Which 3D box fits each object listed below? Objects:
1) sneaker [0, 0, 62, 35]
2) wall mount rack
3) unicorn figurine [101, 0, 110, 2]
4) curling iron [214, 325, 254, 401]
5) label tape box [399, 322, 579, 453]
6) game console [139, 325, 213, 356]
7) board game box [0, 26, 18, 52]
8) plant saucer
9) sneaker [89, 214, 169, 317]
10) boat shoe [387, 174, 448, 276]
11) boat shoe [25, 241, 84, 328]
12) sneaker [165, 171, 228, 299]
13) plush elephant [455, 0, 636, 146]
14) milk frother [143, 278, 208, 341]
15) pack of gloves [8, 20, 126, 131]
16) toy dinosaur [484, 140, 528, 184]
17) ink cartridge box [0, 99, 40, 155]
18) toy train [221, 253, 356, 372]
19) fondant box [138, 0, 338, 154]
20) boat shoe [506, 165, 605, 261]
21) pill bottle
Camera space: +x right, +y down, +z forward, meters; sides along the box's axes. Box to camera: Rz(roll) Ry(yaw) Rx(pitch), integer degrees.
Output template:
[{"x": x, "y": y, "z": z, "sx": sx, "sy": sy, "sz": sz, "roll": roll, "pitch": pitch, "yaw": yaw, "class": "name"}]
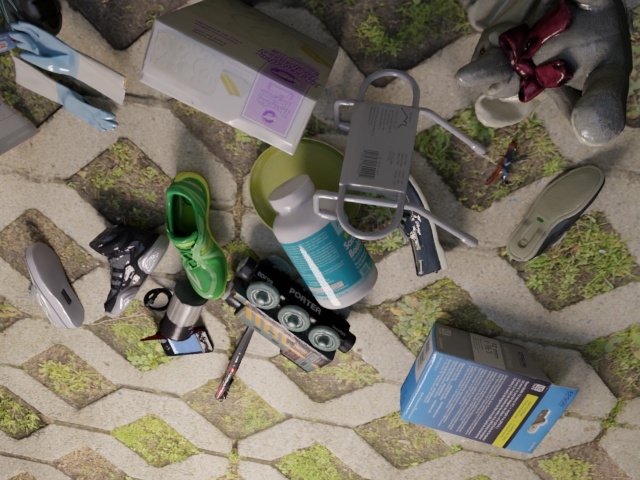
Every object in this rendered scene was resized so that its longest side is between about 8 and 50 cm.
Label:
[{"x": -0.557, "y": -0.495, "z": 0.933, "sx": 0.106, "sy": 0.101, "sz": 0.268, "roll": 2, "pitch": 121, "yaw": 11, "class": "sneaker"}, {"x": 0.154, "y": -0.132, "z": 0.959, "sx": 0.303, "sy": 0.350, "sz": 0.130, "roll": 10, "pitch": 158, "yaw": 7, "class": "wall mount rack"}, {"x": -0.402, "y": -0.489, "z": 0.943, "sx": 0.161, "sy": 0.060, "sz": 0.111, "roll": -26, "pitch": 114, "yaw": 5, "class": "unicorn figurine"}, {"x": -0.228, "y": 0.321, "z": 1.399, "sx": 0.035, "sy": 0.068, "sz": 0.274, "roll": 22, "pitch": 116, "yaw": -3, "class": "curling iron"}, {"x": 0.398, "y": 0.367, "z": 1.294, "sx": 0.347, "sy": 0.115, "sz": 0.249, "roll": 15, "pitch": 122, "yaw": -3, "class": "label tape box"}, {"x": -0.370, "y": 0.273, "z": 1.372, "sx": 0.143, "sy": 0.085, "sz": 0.124, "roll": -8, "pitch": 119, "yaw": 14, "class": "game console"}, {"x": -0.685, "y": -0.359, "z": 0.968, "sx": 0.160, "sy": 0.212, "sz": 0.039, "roll": 5, "pitch": 122, "yaw": 6, "class": "board game box"}, {"x": -0.031, "y": -0.108, "z": 1.118, "sx": 0.240, "sy": 0.037, "sz": 0.241, "roll": 4, "pitch": 121, "yaw": 6, "class": "plant saucer"}, {"x": -0.481, "y": 0.057, "z": 1.255, "sx": 0.153, "sy": 0.101, "sz": 0.269, "roll": 35, "pitch": 114, "yaw": -12, "class": "sneaker"}, {"x": 0.196, "y": -0.030, "z": 1.100, "sx": 0.079, "sy": 0.095, "sz": 0.255, "roll": -22, "pitch": 125, "yaw": 8, "class": "boat shoe"}, {"x": -0.689, "y": 0.123, "z": 1.327, "sx": 0.084, "sy": 0.095, "sz": 0.258, "roll": -7, "pitch": 118, "yaw": 8, "class": "boat shoe"}, {"x": -0.286, "y": 0.002, "z": 1.157, "sx": 0.109, "sy": 0.123, "sz": 0.296, "roll": -5, "pitch": 110, "yaw": 16, "class": "sneaker"}, {"x": 0.335, "y": -0.296, "z": 0.837, "sx": 0.255, "sy": 0.330, "sz": 0.272, "roll": -7, "pitch": 108, "yaw": 39, "class": "plush elephant"}, {"x": -0.350, "y": 0.143, "z": 1.266, "sx": 0.143, "sy": 0.129, "sz": 0.135, "roll": 23, "pitch": 123, "yaw": -11, "class": "milk frother"}, {"x": -0.502, "y": -0.302, "z": 1.028, "sx": 0.232, "sy": 0.046, "sz": 0.195, "roll": 29, "pitch": 145, "yaw": -9, "class": "pack of gloves"}, {"x": 0.362, "y": -0.150, "z": 1.031, "sx": 0.090, "sy": 0.047, "sz": 0.082, "roll": -5, "pitch": 102, "yaw": 23, "class": "toy dinosaur"}, {"x": -0.738, "y": -0.233, "z": 1.001, "sx": 0.066, "sy": 0.296, "sz": 0.261, "roll": -35, "pitch": 110, "yaw": 26, "class": "ink cartridge box"}, {"x": -0.078, "y": 0.175, "z": 1.244, "sx": 0.333, "sy": 0.142, "sz": 0.190, "roll": 37, "pitch": 129, "yaw": -13, "class": "toy train"}, {"x": -0.108, "y": -0.284, "z": 0.852, "sx": 0.238, "sy": 0.330, "sz": 0.096, "roll": 25, "pitch": 121, "yaw": -7, "class": "fondant box"}, {"x": 0.475, "y": -0.052, "z": 1.063, "sx": 0.079, "sy": 0.084, "sz": 0.233, "roll": 12, "pitch": 123, "yaw": -44, "class": "boat shoe"}, {"x": 0.000, "y": 0.000, "z": 1.070, "sx": 0.146, "sy": 0.146, "sz": 0.264, "roll": -22, "pitch": 116, "yaw": 20, "class": "pill bottle"}]
